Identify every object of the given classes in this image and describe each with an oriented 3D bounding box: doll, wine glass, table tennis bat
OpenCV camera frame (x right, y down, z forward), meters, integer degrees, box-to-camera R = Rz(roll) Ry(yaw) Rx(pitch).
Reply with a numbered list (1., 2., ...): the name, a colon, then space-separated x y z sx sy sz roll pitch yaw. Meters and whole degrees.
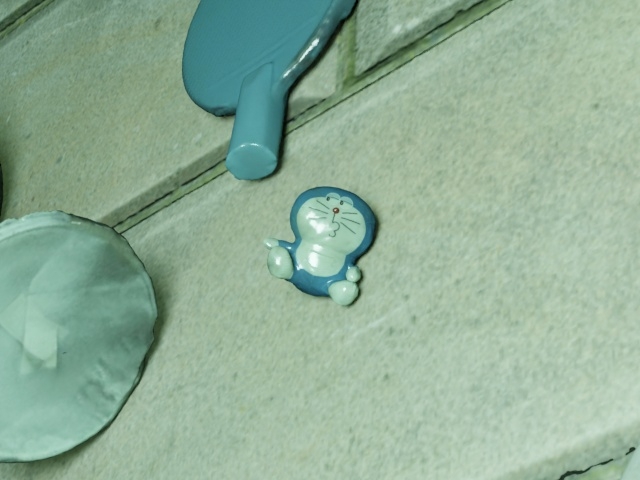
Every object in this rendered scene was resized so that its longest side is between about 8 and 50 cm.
1. doll: 0.000 0.000 1.226 0.050 0.076 0.083 117 174 -79
2. wine glass: -0.319 0.023 1.449 0.267 0.267 0.406 -56 39 -3
3. table tennis bat: -0.046 -0.179 1.467 0.215 0.044 0.329 -29 38 30

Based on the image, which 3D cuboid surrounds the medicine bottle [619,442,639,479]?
1. medicine bottle: 0.172 0.249 0.714 0.375 0.123 0.282 -61 24 -10
